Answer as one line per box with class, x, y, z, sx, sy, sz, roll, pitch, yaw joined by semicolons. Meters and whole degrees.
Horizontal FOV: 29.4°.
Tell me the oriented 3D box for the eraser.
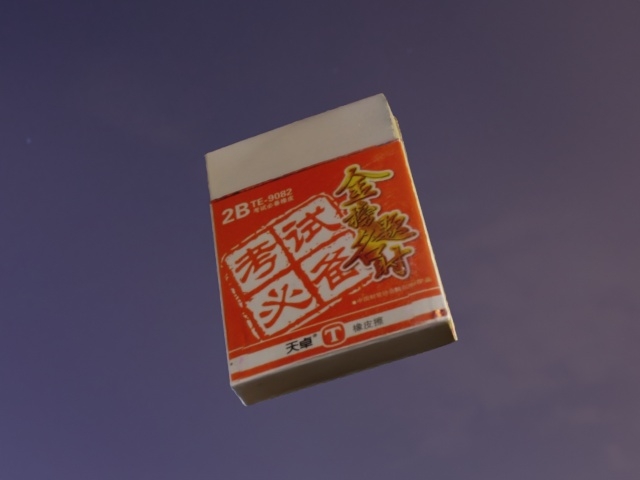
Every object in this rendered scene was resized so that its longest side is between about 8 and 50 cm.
eraser;0.000;0.000;0.899;0.157;0.230;0.038;-18;-42;9
